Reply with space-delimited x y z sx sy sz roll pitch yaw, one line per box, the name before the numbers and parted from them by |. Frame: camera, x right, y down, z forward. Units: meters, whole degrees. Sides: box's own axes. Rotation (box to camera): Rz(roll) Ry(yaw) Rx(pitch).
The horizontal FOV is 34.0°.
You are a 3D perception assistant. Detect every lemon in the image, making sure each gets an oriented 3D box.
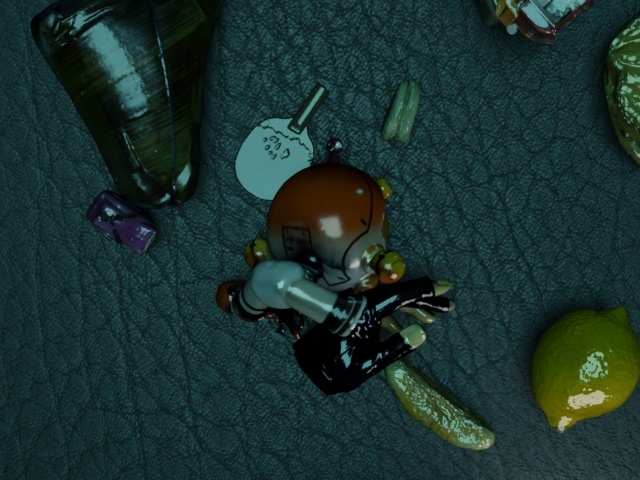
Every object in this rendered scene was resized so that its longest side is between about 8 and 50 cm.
lemon | 0.461 0.218 1.821 0.187 0.187 0.244 29 96 -1

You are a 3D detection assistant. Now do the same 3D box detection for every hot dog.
hot dog | 0.204 0.300 1.882 0.242 0.084 0.073 37 92 -2

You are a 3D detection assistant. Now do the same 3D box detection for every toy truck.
toy truck | 0.309 -0.444 1.682 0.135 0.114 0.270 -42 91 0

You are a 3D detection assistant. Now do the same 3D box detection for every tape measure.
tape measure | -0.354 -0.034 1.853 0.118 0.125 0.074 33 92 -17

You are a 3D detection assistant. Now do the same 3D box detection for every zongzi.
zongzi | -0.228 -0.296 1.831 0.432 0.208 0.403 -31 104 -22

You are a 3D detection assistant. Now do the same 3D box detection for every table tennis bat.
table tennis bat | -0.060 -0.180 1.893 0.131 0.022 0.234 36 96 0

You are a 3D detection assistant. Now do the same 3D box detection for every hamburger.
hamburger | 0.629 -0.263 1.817 0.265 0.134 0.284 -11 88 9
hamburger | 0.146 -0.233 1.851 0.054 0.084 0.121 19 92 2

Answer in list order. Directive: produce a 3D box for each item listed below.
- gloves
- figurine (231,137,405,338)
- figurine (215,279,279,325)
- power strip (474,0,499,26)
gloves | 0.098 0.154 1.822 0.301 0.197 0.152 -24 119 -1
figurine | -0.002 -0.001 1.782 0.320 0.196 0.323 4 53 31
figurine | -0.125 0.107 1.884 0.140 0.075 0.068 16 95 11
power strip | 0.368 -0.482 1.804 0.224 0.139 0.140 -24 92 3
